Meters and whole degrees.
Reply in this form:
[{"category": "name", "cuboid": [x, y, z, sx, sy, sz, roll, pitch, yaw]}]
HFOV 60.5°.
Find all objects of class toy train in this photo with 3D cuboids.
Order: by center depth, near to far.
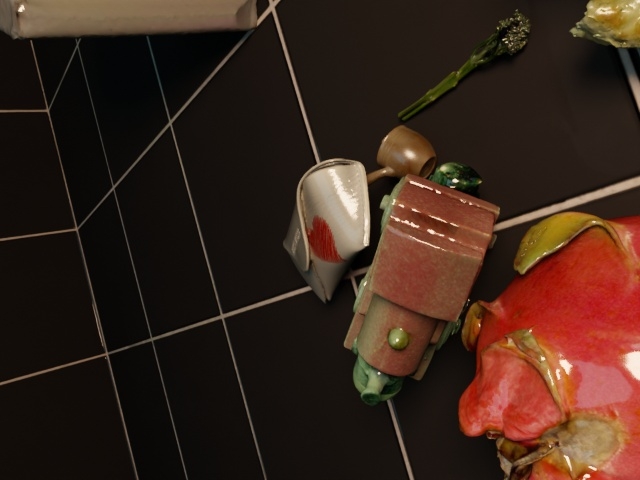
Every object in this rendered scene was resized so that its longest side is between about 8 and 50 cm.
[{"category": "toy train", "cuboid": [0.111, 0.061, 0.664, 0.150, 0.221, 0.304, 21, 121, 10]}]

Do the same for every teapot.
[{"category": "teapot", "cuboid": [0.103, -0.098, 0.753, 0.080, 0.110, 0.085, 39, 166, 28]}]

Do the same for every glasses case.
[{"category": "glasses case", "cuboid": [0.001, 0.002, 0.816, 0.308, 0.083, 0.128, 113, 144, -66]}]

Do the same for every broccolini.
[{"category": "broccolini", "cuboid": [0.172, -0.211, 0.692, 0.218, 0.044, 0.042, -26, 94, 56]}]

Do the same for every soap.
[{"category": "soap", "cuboid": [-0.356, -0.482, 0.954, 0.350, 0.435, 0.212, 33, 128, 38]}]

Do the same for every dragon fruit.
[{"category": "dragon fruit", "cuboid": [0.267, 0.126, 0.502, 0.306, 0.226, 0.305, 17, 112, 50]}]

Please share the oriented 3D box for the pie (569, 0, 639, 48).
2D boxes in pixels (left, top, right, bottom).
[{"category": "pie", "cuboid": [0.302, -0.280, 0.396, 0.303, 0.067, 0.302, 15, 128, 20]}]
